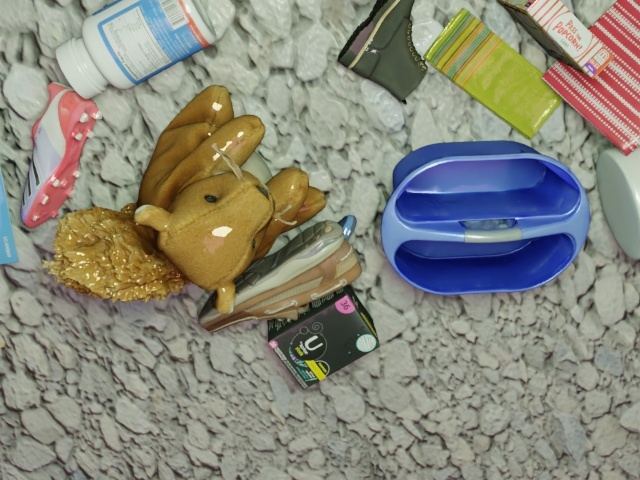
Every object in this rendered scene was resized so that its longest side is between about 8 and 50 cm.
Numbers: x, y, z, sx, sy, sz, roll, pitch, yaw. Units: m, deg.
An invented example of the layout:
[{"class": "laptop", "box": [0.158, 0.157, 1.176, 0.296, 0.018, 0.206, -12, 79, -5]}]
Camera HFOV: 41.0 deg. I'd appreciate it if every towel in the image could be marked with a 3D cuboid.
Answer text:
[{"class": "towel", "box": [0.514, -0.292, 1.345, 0.275, 0.031, 0.199, -45, 67, 10]}, {"class": "towel", "box": [0.289, -0.270, 1.407, 0.237, 0.021, 0.102, 34, 107, -16]}]

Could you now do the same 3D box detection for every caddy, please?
[{"class": "caddy", "box": [0.265, -0.036, 1.415, 0.342, 0.179, 0.241, -3, 113, -3]}]

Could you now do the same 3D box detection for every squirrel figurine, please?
[{"class": "squirrel figurine", "box": [-0.199, -0.008, 1.288, 0.397, 0.370, 0.281, -33, 111, 9]}]

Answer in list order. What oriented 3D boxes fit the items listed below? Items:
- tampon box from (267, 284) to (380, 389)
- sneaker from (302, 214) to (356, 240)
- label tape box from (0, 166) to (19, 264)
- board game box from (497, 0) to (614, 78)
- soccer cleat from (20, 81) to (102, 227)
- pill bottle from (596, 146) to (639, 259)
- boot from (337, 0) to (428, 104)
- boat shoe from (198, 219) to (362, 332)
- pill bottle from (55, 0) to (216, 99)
[{"class": "tampon box", "box": [0.004, 0.160, 1.516, 0.161, 0.101, 0.120, -32, 111, 8]}, {"class": "sneaker", "box": [0.000, 0.000, 1.478, 0.144, 0.053, 0.059, -40, 107, 11]}, {"class": "label tape box", "box": [-0.668, -0.080, 1.368, 0.348, 0.115, 0.249, -5, 113, -5]}, {"class": "board game box", "box": [0.346, -0.325, 1.296, 0.147, 0.193, 0.045, 39, 104, -18]}, {"class": "soccer cleat", "box": [-0.437, -0.136, 1.388, 0.095, 0.083, 0.248, 36, 113, 14]}, {"class": "pill bottle", "box": [0.673, -0.112, 1.390, 0.393, 0.224, 0.224, -16, 112, 2]}, {"class": "boot", "box": [0.139, -0.324, 1.349, 0.137, 0.076, 0.198, 33, 120, -16]}, {"class": "boat shoe", "box": [-0.072, 0.089, 1.443, 0.324, 0.123, 0.116, -29, 111, 30]}, {"class": "pill bottle", "box": [-0.281, -0.305, 1.297, 0.222, 0.124, 0.124, -26, 111, 7]}]
